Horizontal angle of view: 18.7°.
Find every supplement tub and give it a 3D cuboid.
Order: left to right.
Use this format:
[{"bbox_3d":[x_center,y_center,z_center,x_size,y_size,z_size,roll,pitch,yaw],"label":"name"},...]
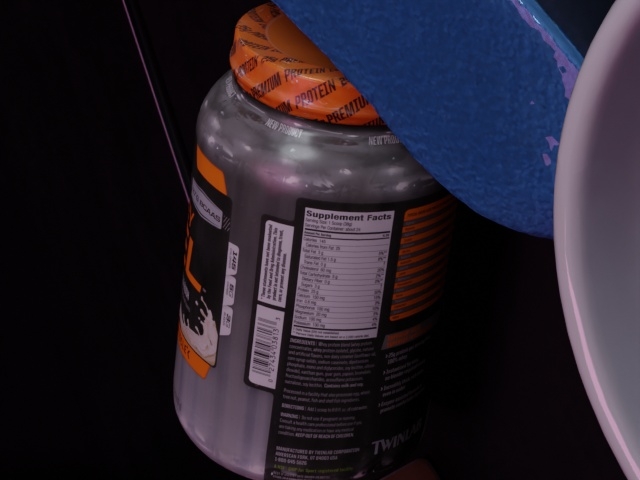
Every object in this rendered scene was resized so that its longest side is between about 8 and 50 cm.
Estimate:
[{"bbox_3d":[0.000,0.000,0.834,0.117,0.117,0.190,28,124,34],"label":"supplement tub"}]

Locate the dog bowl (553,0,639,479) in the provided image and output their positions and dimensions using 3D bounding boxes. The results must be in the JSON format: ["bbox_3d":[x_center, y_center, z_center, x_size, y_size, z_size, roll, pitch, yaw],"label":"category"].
[{"bbox_3d":[0.203,0.009,0.583,0.265,0.104,0.265,23,123,41],"label":"dog bowl"}]

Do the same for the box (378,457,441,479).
[{"bbox_3d":[0.005,0.197,0.871,0.130,0.170,0.091,56,136,11],"label":"box"}]

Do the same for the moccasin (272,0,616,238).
[{"bbox_3d":[0.018,-0.150,0.753,0.137,0.117,0.342,-38,82,43],"label":"moccasin"}]
